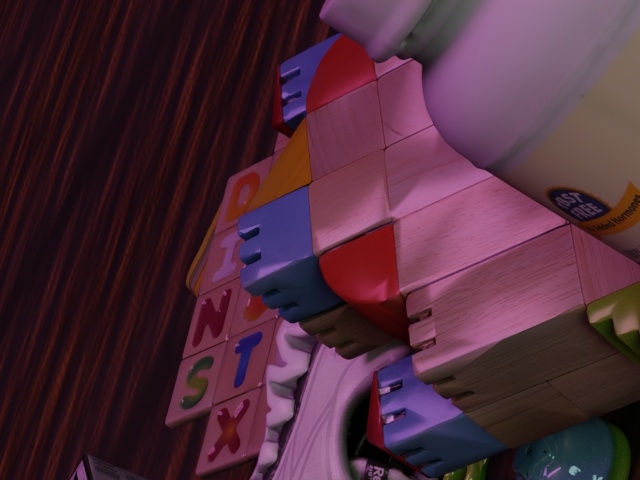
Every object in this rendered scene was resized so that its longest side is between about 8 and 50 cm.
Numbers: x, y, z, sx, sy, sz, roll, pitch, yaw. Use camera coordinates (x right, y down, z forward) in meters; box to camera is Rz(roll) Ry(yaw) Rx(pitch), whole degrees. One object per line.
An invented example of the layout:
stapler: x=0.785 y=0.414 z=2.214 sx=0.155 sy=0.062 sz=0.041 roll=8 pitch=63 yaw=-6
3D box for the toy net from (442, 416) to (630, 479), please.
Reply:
toy net: x=0.138 y=0.055 z=1.109 sx=0.122 sy=0.045 sz=0.232 roll=-20 pitch=48 yaw=57

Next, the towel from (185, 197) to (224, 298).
towel: x=-0.042 y=0.028 z=1.480 sx=0.102 sy=0.021 sz=0.237 roll=-65 pitch=27 yaw=7

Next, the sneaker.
sneaker: x=0.005 y=0.173 z=1.140 sx=0.118 sy=0.110 sz=0.292 roll=15 pitch=93 yaw=59

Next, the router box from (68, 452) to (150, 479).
router box: x=-0.104 y=0.228 z=1.235 sx=0.133 sy=0.179 sz=0.046 roll=-57 pitch=25 yaw=15

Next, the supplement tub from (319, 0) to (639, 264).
supplement tub: x=0.188 y=-0.090 z=0.773 sx=0.235 sy=0.325 sz=0.235 roll=-59 pitch=5 yaw=8

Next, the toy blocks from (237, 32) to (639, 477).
toy blocks: x=0.073 y=-0.033 z=1.044 sx=0.261 sy=0.191 sz=0.381 roll=-25 pitch=50 yaw=26

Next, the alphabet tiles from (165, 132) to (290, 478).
alphabet tiles: x=0.000 y=0.000 z=1.391 sx=0.285 sy=0.011 sz=0.342 roll=-26 pitch=41 yaw=44
